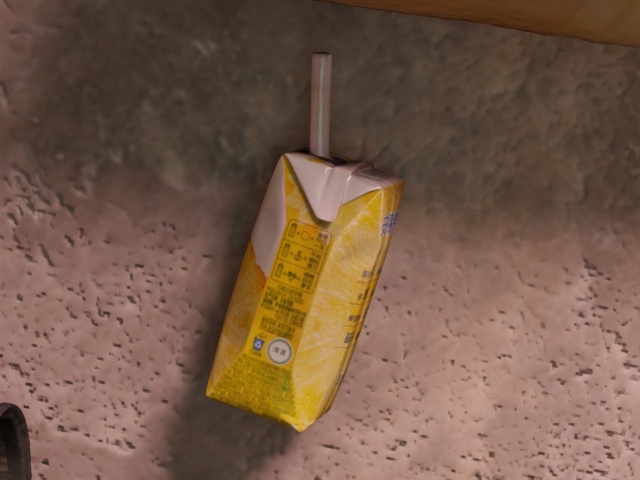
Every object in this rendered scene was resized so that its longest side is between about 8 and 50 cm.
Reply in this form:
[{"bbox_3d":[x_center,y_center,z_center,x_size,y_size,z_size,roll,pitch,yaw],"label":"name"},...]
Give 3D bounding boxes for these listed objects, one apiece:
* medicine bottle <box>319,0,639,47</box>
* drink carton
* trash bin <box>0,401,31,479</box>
[{"bbox_3d":[0.150,-0.215,0.895,0.406,0.236,0.236,7,101,-8],"label":"medicine bottle"},{"bbox_3d":[0.000,0.000,1.006,0.074,0.084,0.200,21,101,13],"label":"drink carton"},{"bbox_3d":[-0.253,0.168,0.976,0.161,0.175,0.175,4,102,2],"label":"trash bin"}]
